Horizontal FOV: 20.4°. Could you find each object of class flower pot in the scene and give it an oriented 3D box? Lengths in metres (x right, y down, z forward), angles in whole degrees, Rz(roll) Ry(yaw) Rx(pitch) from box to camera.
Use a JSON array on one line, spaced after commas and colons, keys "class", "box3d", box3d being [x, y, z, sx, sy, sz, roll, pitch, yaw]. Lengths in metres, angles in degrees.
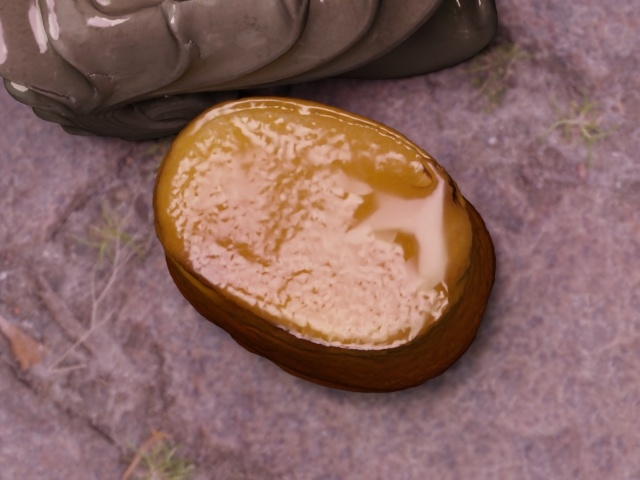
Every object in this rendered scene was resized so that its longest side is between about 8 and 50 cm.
[{"class": "flower pot", "box3d": [-0.061, -0.186, 1.335, 0.367, 0.254, 0.164, -10, 75, 10]}]

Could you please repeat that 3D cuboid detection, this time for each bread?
[{"class": "bread", "box3d": [0.000, 0.000, 1.332, 0.270, 0.142, 0.195, 24, 80, 15]}]
